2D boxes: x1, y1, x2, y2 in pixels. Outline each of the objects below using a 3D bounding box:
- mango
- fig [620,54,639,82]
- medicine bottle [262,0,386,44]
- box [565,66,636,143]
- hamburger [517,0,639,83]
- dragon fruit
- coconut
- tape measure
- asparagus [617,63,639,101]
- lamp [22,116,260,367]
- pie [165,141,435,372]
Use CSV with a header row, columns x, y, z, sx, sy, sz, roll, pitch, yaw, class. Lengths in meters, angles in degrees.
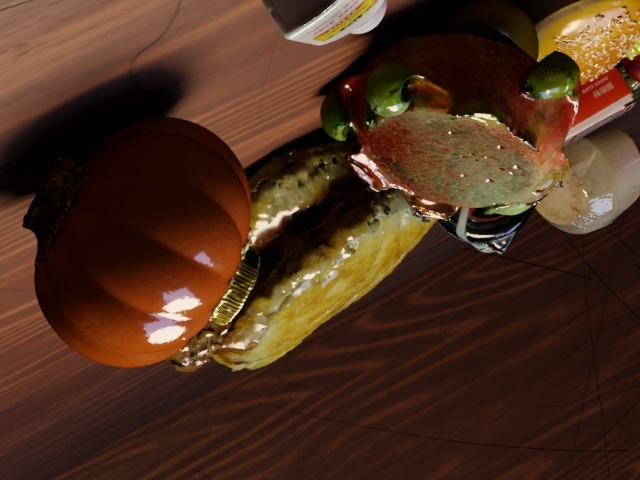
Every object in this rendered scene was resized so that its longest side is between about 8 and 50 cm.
x,y,z,sx,sy,sz,roll,pitch,yaw,class
0.185,-0.215,1.466,0.102,0.085,0.184,-13,159,9,mango
0.485,-0.308,1.780,0.204,0.186,0.249,-14,-142,13,fig
0.010,-0.194,1.070,0.074,0.055,0.118,-36,171,19,medicine bottle
0.401,-0.209,2.173,0.182,0.099,0.133,-30,173,-4,box
0.304,-0.249,1.564,0.173,0.116,0.210,-26,170,-15,hamburger
0.141,-0.125,1.417,0.268,0.130,0.295,3,157,30,dragon fruit
0.545,-0.131,2.755,0.241,0.241,0.241,-30,171,-5,coconut
0.265,-0.080,2.173,0.182,0.181,0.107,-49,173,-1,tape measure
0.568,-0.301,2.320,0.080,0.080,0.287,-22,164,-47,asparagus
-0.152,0.000,1.153,0.223,0.196,0.223,-56,-164,25,lamp
-0.018,0.018,1.734,0.395,0.180,0.418,-39,167,12,pie
